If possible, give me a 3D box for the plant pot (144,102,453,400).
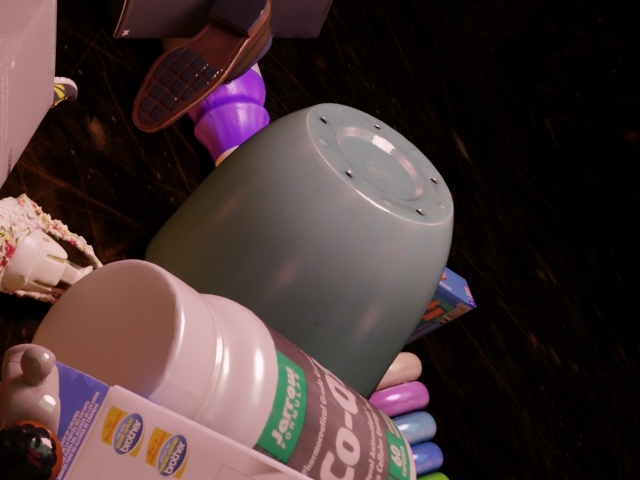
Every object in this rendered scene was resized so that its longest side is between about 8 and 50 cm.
[{"bbox_3d":[0.000,0.000,1.853,0.293,0.235,0.293,29,28,-17],"label":"plant pot"}]

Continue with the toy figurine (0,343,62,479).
[{"bbox_3d":[-0.283,0.112,1.166,0.209,0.213,0.148,56,7,-25],"label":"toy figurine"}]

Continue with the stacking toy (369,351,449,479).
[{"bbox_3d":[0.095,0.301,2.002,0.141,0.141,0.330,6,63,-67],"label":"stacking toy"}]

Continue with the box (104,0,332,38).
[{"bbox_3d":[-0.132,-0.341,2.132,0.261,0.103,0.184,-3,58,-22],"label":"box"}]

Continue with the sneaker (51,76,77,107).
[{"bbox_3d":[-0.280,-0.150,1.824,0.083,0.031,0.035,14,63,-59],"label":"sneaker"}]

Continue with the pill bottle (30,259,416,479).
[{"bbox_3d":[-0.086,0.173,1.584,0.361,0.204,0.204,40,28,-45],"label":"pill bottle"}]

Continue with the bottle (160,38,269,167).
[{"bbox_3d":[-0.126,-0.197,2.167,0.118,0.092,0.283,23,42,-51],"label":"bottle"}]

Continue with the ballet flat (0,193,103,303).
[{"bbox_3d":[-0.244,0.013,1.526,0.077,0.091,0.241,29,3,13],"label":"ballet flat"}]

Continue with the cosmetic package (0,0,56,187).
[{"bbox_3d":[-0.305,-0.135,1.553,0.238,0.107,0.127,-73,171,-60],"label":"cosmetic package"}]

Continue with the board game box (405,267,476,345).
[{"bbox_3d":[0.076,0.074,2.192,0.210,0.160,0.047,31,34,-56],"label":"board game box"}]

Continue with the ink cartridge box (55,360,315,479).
[{"bbox_3d":[-0.106,0.239,1.351,0.311,0.186,0.065,26,-14,-1],"label":"ink cartridge box"}]

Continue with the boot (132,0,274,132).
[{"bbox_3d":[-0.126,-0.193,2.052,0.082,0.219,0.106,37,-10,21],"label":"boot"}]
